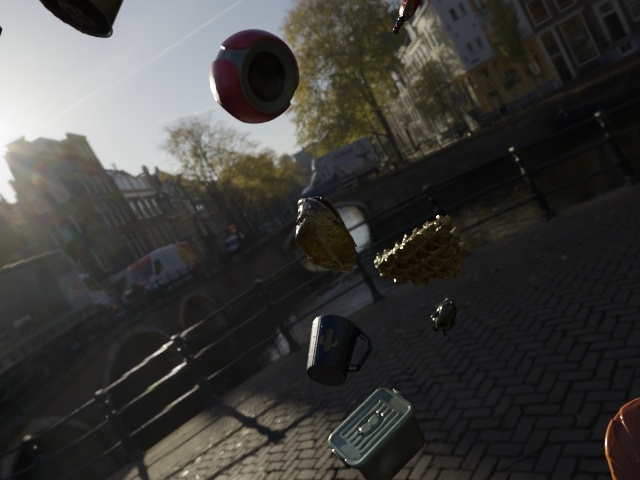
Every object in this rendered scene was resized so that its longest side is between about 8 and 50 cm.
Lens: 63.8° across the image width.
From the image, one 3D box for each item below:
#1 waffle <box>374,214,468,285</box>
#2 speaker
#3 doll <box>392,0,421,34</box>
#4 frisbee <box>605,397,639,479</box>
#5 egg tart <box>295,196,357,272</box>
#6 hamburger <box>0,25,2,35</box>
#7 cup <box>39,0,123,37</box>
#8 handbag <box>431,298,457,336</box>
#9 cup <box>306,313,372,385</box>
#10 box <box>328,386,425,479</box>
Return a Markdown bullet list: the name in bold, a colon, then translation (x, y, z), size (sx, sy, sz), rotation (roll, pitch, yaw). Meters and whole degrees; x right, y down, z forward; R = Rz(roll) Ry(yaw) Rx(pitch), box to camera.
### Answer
- **waffle**: translation (0.178, 0.025, 0.950), size (0.191, 0.161, 0.046), rotation (-5, 45, 32)
- **speaker**: translation (-0.211, -0.536, 1.670), size (0.294, 0.295, 0.294), rotation (-28, 7, 4)
- **doll**: translation (0.289, -0.771, 1.705), size (0.169, 0.057, 0.109), rotation (-53, -6, 36)
- **frisbee**: translation (0.468, 0.280, 0.648), size (0.191, 0.035, 0.192), rotation (-7, 47, 8)
- **egg tart**: translation (0.000, 0.000, 1.691), size (0.132, 0.297, 0.297), rotation (-36, 9, -26)
- **hamburger**: translation (-0.802, -0.450, 1.048), size (0.261, 0.131, 0.124), rotation (4, -18, -34)
- **cup**: translation (-0.543, -0.678, 1.261), size (0.203, 0.202, 0.289), rotation (-14, 52, 66)
- **handbag**: translation (0.377, 0.226, 1.551), size (0.072, 0.111, 0.047), rotation (20, 18, 14)
- **cup**: translation (0.049, 0.303, 1.397), size (0.176, 0.131, 0.155), rotation (3, 47, 15)
- **box**: translation (0.160, 0.533, 1.376), size (0.243, 0.135, 0.163), rotation (-39, 24, -20)
